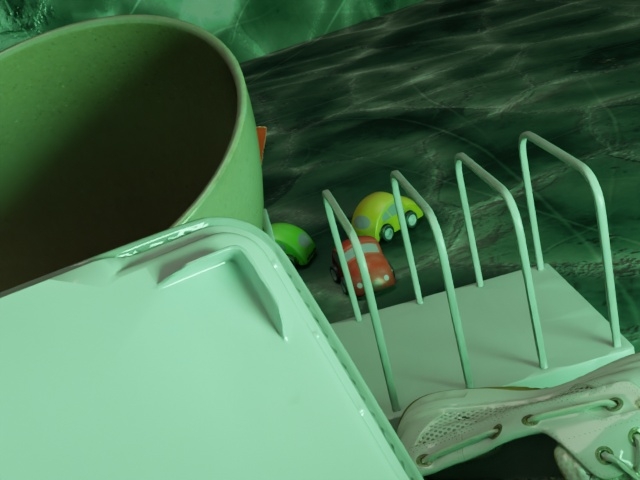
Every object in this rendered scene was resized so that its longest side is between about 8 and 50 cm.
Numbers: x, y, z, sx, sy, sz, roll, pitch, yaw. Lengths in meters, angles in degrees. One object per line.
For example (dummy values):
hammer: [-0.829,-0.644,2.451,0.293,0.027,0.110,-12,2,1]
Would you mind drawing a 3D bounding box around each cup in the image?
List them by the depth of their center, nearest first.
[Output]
cup: [-0.183,0.006,0.740,0.331,0.237,0.331,-10,47,11]

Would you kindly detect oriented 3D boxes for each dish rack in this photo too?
dish rack: [-0.066,0.148,0.378,0.285,0.333,0.072,-24,-19,-27]

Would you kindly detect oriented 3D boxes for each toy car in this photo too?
toy car: [0.000,0.000,1.077,0.225,0.053,0.239,-6,23,20]

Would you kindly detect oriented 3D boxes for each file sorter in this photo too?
file sorter: [0.095,0.033,0.771,0.277,0.173,0.193,-16,21,-2]

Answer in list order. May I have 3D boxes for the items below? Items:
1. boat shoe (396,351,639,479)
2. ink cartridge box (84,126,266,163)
boat shoe: [0.176,0.142,0.560,0.277,0.098,0.096,-16,20,24]
ink cartridge box: [-0.154,-0.011,0.928,0.189,0.232,0.066,-5,53,-18]
